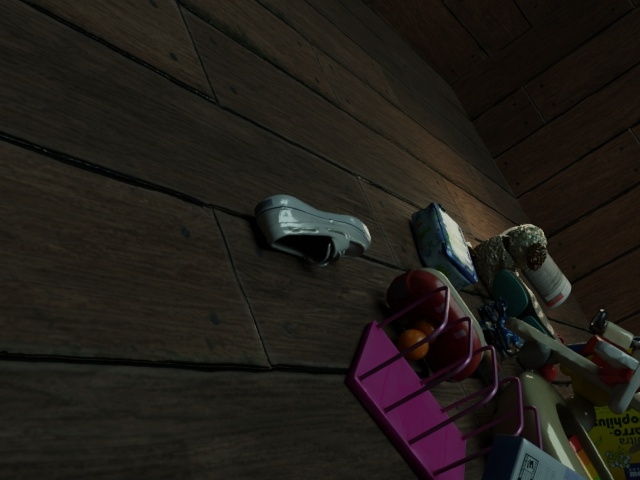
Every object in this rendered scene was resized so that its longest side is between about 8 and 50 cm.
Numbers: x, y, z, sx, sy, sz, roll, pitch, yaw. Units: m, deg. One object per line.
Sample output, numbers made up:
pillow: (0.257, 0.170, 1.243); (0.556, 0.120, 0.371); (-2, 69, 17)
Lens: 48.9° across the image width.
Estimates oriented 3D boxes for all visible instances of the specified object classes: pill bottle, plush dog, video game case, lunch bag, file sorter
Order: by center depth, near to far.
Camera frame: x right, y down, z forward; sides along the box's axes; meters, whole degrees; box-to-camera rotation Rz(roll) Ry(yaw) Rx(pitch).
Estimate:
video game case: (0.309, 0.456, 1.017); (0.244, 0.061, 0.269); (35, 67, -23)
file sorter: (0.215, 0.253, 1.169); (0.291, 0.182, 0.202); (53, 22, -8)
lunch bag: (0.324, 0.019, 1.837); (0.176, 0.090, 0.219); (43, 27, -36)
plush dog: (0.580, 0.034, 2.148); (0.210, 0.225, 0.262); (47, 24, -21)
pill bottle: (0.726, 0.097, 2.444); (0.283, 0.161, 0.161); (50, 23, -15)

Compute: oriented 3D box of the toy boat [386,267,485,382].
toy boat: (0.203, 0.177, 1.348); (0.151, 0.151, 0.231); (-37, 93, -37)

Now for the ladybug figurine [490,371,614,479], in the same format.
ladybug figurine: (0.481, 0.489, 1.411); (0.305, 0.162, 0.449); (16, 44, -59)

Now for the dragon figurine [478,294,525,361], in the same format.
dragon figurine: (0.466, 0.229, 1.832); (0.144, 0.085, 0.289); (56, 18, 4)

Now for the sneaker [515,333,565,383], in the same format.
sneaker: (0.665, 0.342, 2.028); (0.221, 0.128, 0.087); (30, 34, -46)

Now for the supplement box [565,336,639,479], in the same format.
supplement box: (0.773, 0.441, 1.852); (0.194, 0.195, 0.357); (23, 58, -68)

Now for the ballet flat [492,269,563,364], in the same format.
ballet flat: (0.577, 0.218, 1.956); (0.106, 0.107, 0.316); (24, 34, -39)

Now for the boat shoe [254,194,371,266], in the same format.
boat shoe: (0.000, 0.000, 1.197); (0.267, 0.096, 0.088); (24, 42, -50)

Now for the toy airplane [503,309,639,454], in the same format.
toy airplane: (0.628, 0.324, 1.561); (0.384, 0.272, 0.386); (24, 13, -35)

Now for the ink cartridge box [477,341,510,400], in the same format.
ink cartridge box: (0.420, 0.294, 1.711); (0.145, 0.045, 0.179); (59, 25, 5)
